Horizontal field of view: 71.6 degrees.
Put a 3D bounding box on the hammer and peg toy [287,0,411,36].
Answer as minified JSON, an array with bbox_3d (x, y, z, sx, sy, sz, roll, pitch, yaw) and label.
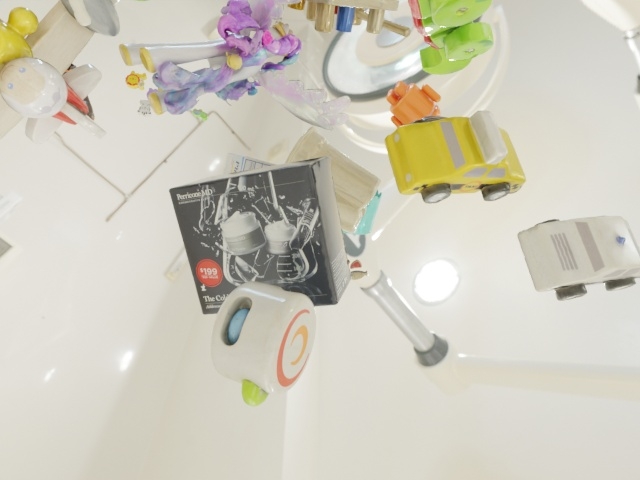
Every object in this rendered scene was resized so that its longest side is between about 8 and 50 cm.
[{"bbox_3d":[0.042,-0.547,0.991,0.266,0.127,0.361,29,-145,31],"label":"hammer and peg toy"}]

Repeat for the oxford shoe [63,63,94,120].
[{"bbox_3d":[-0.765,-0.469,1.340,0.097,0.271,0.098,-25,161,-41],"label":"oxford shoe"}]

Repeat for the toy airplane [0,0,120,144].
[{"bbox_3d":[-0.485,-0.263,0.712,0.384,0.272,0.386,-27,145,-44],"label":"toy airplane"}]

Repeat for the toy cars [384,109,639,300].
[{"bbox_3d":[0.266,-0.049,0.545,0.176,0.394,0.087,-59,-174,-29],"label":"toy cars"}]

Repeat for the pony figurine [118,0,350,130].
[{"bbox_3d":[-0.143,-0.341,0.811,0.364,0.302,0.351,-25,-147,-22],"label":"pony figurine"}]

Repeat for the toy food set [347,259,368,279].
[{"bbox_3d":[0.066,0.086,1.246,0.122,0.078,0.019,-18,-163,17],"label":"toy food set"}]

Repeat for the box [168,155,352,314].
[{"bbox_3d":[-0.130,-0.011,1.044,0.343,0.312,0.179,-7,-167,18],"label":"box"}]

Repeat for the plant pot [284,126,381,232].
[{"bbox_3d":[0.035,-0.188,1.592,0.333,0.306,0.334,-61,175,-9],"label":"plant pot"}]

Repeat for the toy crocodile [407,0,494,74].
[{"bbox_3d":[0.152,-0.305,0.556,0.105,0.115,0.340,-12,178,22],"label":"toy crocodile"}]

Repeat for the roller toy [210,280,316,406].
[{"bbox_3d":[-0.106,0.177,0.834,0.146,0.191,0.209,12,-157,23],"label":"roller toy"}]

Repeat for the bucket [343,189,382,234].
[{"bbox_3d":[0.129,-0.149,1.978,0.281,0.281,0.183,-128,-135,-66],"label":"bucket"}]

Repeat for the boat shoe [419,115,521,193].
[{"bbox_3d":[0.434,-0.253,1.268,0.132,0.355,0.130,-62,180,12],"label":"boat shoe"}]

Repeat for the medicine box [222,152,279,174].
[{"bbox_3d":[-0.247,-0.191,1.798,0.149,0.289,0.263,23,-79,50],"label":"medicine box"}]

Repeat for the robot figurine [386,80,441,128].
[{"bbox_3d":[0.335,-0.463,1.566,0.158,0.219,0.128,-51,-166,3],"label":"robot figurine"}]

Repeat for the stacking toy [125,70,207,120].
[{"bbox_3d":[-0.443,-0.414,1.309,0.167,0.221,0.052,133,-38,-71],"label":"stacking toy"}]
